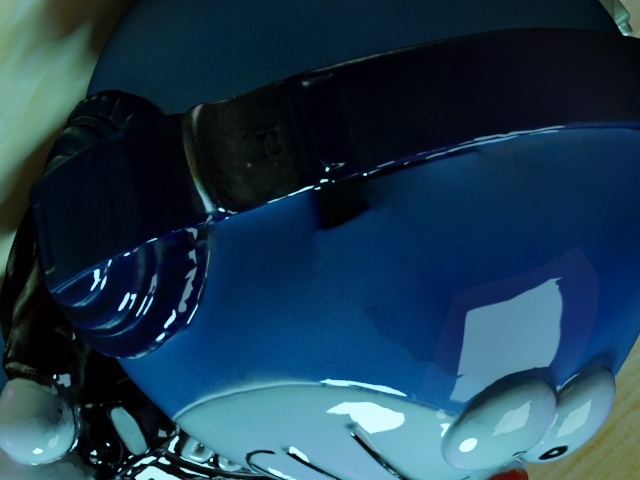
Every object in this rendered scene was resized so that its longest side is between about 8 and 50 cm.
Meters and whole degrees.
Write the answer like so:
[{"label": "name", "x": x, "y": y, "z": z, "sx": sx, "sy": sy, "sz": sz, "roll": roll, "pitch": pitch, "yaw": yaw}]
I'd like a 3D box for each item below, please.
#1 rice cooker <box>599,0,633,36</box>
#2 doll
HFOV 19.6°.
[{"label": "rice cooker", "x": 0.059, "y": -0.098, "z": 0.927, "sx": 0.206, "sy": 0.127, "sz": 0.145, "roll": -37, "pitch": 174, "yaw": -2}, {"label": "doll", "x": 0.000, "y": 0.000, "z": 0.733, "sx": 0.284, "sy": 0.240, "sz": 0.310, "roll": -7, "pitch": 167, "yaw": -35}]
